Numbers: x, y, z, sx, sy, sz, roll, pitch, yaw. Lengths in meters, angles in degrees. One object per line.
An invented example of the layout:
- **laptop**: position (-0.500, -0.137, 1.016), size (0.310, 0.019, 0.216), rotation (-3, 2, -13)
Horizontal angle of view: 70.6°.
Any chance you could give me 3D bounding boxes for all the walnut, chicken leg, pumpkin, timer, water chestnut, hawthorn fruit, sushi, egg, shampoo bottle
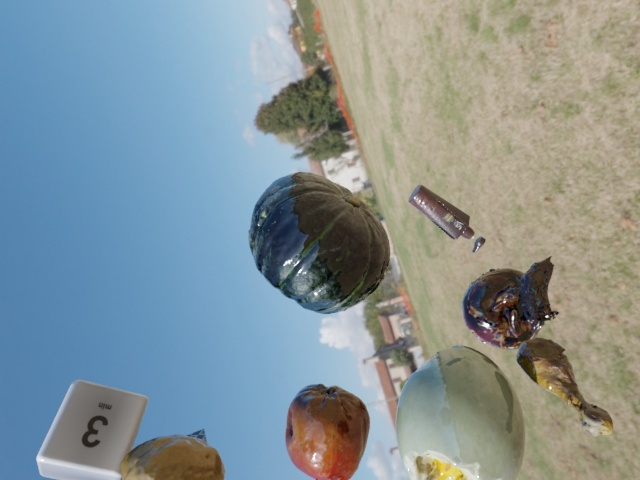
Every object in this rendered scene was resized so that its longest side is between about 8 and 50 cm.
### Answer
- **walnut**: position (-0.334, 0.569, 1.034), size (0.257, 0.256, 0.225), rotation (51, -127, -72)
- **chicken leg**: position (0.648, 0.157, 1.347), size (0.063, 0.105, 0.234), rotation (97, 177, -72)
- **pumpkin**: position (0.000, 0.000, 0.659), size (0.220, 0.162, 0.220), rotation (36, -162, -14)
- **timer**: position (-0.572, 0.495, 1.148), size (0.194, 0.192, 0.195), rotation (125, 159, -47)
- **water chestnut**: position (0.642, 0.230, 1.591), size (0.300, 0.299, 0.300), rotation (-17, -90, -83)
- **chicken leg**: position (0.513, 0.306, 0.961), size (0.252, 0.107, 0.087), rotation (-110, 14, -59)
- **hawthorn fruit**: position (0.020, 0.538, 1.277), size (0.258, 0.258, 0.262), rotation (-81, -27, -75)
- **sushi**: position (-0.437, 0.687, 1.493), size (0.120, 0.125, 0.026), rotation (-155, 51, -68)
- **egg**: position (0.312, 0.398, 1.022), size (0.336, 0.278, 0.279), rotation (-61, -42, -48)
- **shampoo bottle**: position (0.346, -0.058, 1.226), size (0.236, 0.068, 0.067), rotation (35, -145, -4)
